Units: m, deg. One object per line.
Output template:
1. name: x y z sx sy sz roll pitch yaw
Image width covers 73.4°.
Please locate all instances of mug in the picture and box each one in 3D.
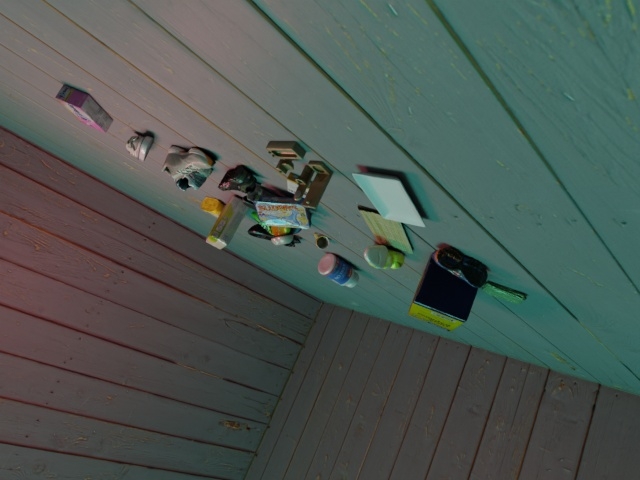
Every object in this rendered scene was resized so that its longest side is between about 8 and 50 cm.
1. mug: 0.004 0.002 2.006 0.062 0.078 0.064 -6 -178 -12

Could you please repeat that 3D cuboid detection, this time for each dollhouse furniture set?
1. dollhouse furniture set: -0.080 -0.187 1.230 0.144 0.123 0.151 12 162 42

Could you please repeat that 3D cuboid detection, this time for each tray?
1. tray: 0.202 -0.119 1.207 0.145 0.030 0.270 16 165 34

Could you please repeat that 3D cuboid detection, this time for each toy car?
1. toy car: -0.143 -0.065 1.838 0.136 0.159 0.182 -8 178 -22

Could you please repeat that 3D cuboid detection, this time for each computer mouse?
1. computer mouse: -0.245 -0.037 2.259 0.273 0.072 0.188 15 168 -17

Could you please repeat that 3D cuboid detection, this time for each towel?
1. towel: 0.683 0.198 1.604 0.148 0.027 0.110 20 167 18

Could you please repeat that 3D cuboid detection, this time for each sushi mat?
1. sushi mat: 0.235 -0.031 1.517 0.152 0.019 0.316 17 165 26

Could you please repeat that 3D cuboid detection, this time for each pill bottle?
1. pill bottle: 0.103 0.168 2.303 0.222 0.124 0.124 32 165 -35

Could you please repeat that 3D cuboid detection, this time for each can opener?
1. can opener: -0.170 -0.131 1.715 0.281 0.074 0.093 25 151 -13

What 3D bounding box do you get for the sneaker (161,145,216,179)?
1. sneaker: -0.501 -0.279 1.623 0.263 0.121 0.099 13 164 40

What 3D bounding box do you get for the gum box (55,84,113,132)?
1. gum box: -0.873 -0.485 1.604 0.107 0.062 0.188 23 167 8

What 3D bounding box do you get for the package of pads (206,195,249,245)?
1. package of pads: -0.446 -0.083 2.064 0.101 0.229 0.296 31 167 -15

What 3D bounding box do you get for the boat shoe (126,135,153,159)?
1. boat shoe: -0.731 -0.378 1.723 0.088 0.096 0.267 25 176 -24

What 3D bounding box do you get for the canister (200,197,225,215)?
1. canister: -0.531 -0.153 2.281 0.126 0.073 0.170 15 165 36

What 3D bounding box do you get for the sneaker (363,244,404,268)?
1. sneaker: 0.219 0.060 1.683 0.126 0.091 0.240 20 -179 44

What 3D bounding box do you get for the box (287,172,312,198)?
1. box: -0.071 -0.180 1.459 0.081 0.028 0.136 24 169 2

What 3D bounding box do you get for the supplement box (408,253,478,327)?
1. supplement box: 0.472 0.215 1.672 0.195 0.194 0.356 21 166 14

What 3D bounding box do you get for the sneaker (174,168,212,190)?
1. sneaker: -0.575 -0.273 1.776 0.283 0.122 0.110 12 162 42

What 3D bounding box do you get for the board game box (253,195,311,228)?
1. board game box: -0.142 -0.107 1.640 0.201 0.035 0.136 4 141 12

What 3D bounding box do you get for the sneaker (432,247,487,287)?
1. sneaker: 0.473 0.085 1.459 0.221 0.083 0.087 33 179 -12

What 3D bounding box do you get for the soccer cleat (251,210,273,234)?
1. soccer cleat: -0.273 -0.089 2.126 0.072 0.060 0.179 26 165 41

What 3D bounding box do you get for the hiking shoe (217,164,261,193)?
1. hiking shoe: -0.309 -0.210 1.630 0.114 0.086 0.227 34 163 -25
